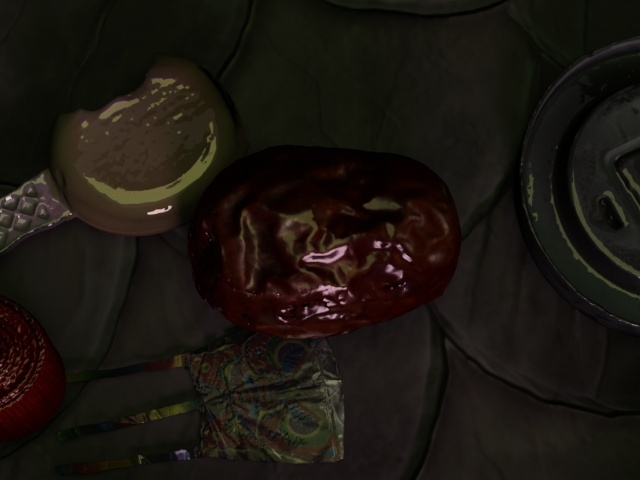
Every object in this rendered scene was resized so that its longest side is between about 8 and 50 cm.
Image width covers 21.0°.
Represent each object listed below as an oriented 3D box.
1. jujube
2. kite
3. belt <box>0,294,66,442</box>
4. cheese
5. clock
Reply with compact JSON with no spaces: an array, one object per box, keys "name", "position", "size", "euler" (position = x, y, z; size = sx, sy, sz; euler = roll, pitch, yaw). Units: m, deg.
[{"name":"jujube","position":[0.000,0.000,1.598],"size":[0.243,0.183,0.183],"euler":[-5,74,-16]},{"name":"kite","position":[-0.120,0.154,1.621],"size":[0.286,0.015,0.152],"euler":[-8,72,-10]},{"name":"belt","position":[-0.336,0.106,1.551],"size":[0.201,0.124,0.128],"euler":[9,70,5]},{"name":"cheese","position":[-0.212,-0.065,1.641],"size":[0.286,0.082,0.163],"euler":[-25,77,-10]},{"name":"clock","position":[0.342,-0.050,1.691],"size":[0.313,0.061,0.312],"euler":[1,74,-4]}]
